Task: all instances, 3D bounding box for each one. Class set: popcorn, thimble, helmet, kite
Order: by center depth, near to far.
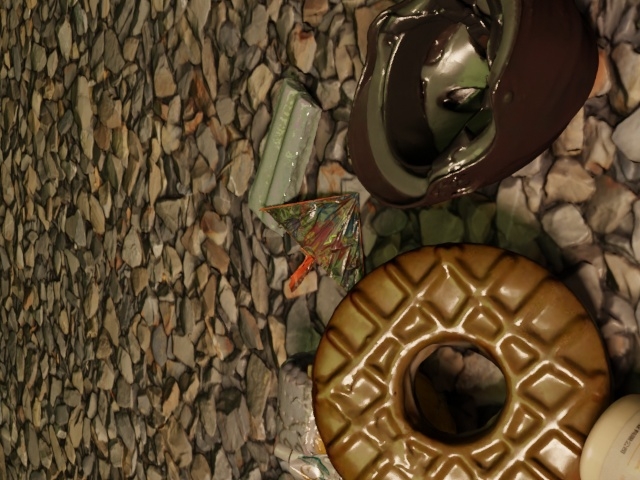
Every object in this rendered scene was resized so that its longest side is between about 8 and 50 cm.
[{"bbox_3d":[0.168,-0.165,0.958,0.305,0.177,0.225,-50,50,52],"label":"helmet"},{"bbox_3d":[0.097,0.227,1.108,0.167,0.152,0.148,55,177,33],"label":"popcorn"},{"bbox_3d":[0.005,0.218,1.223,0.151,0.127,0.118,-157,69,-66],"label":"thimble"},{"bbox_3d":[0.000,0.000,1.284,0.232,0.009,0.189,47,118,25],"label":"kite"}]

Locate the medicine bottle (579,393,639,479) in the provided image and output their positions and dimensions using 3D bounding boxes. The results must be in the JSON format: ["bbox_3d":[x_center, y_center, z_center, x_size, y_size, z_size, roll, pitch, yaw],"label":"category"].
[{"bbox_3d":[0.365,0.241,0.805,0.252,0.114,0.114,29,116,43],"label":"medicine bottle"}]

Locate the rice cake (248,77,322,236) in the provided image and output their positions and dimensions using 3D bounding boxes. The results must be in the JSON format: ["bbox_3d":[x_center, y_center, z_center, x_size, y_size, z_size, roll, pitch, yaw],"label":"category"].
[{"bbox_3d":[-0.054,-0.122,1.334,0.085,0.040,0.226,42,124,41],"label":"rice cake"}]

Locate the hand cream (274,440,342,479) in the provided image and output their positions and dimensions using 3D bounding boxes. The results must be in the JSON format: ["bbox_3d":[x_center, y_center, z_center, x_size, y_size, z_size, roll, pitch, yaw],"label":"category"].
[{"bbox_3d":[0.030,0.345,1.279,0.257,0.050,0.084,16,108,42],"label":"hand cream"}]

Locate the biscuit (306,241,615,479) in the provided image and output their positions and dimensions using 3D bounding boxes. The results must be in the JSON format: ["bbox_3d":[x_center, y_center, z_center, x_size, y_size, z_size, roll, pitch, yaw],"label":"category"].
[{"bbox_3d":[0.151,0.161,0.966,0.332,0.103,0.332,-1,87,16],"label":"biscuit"}]
